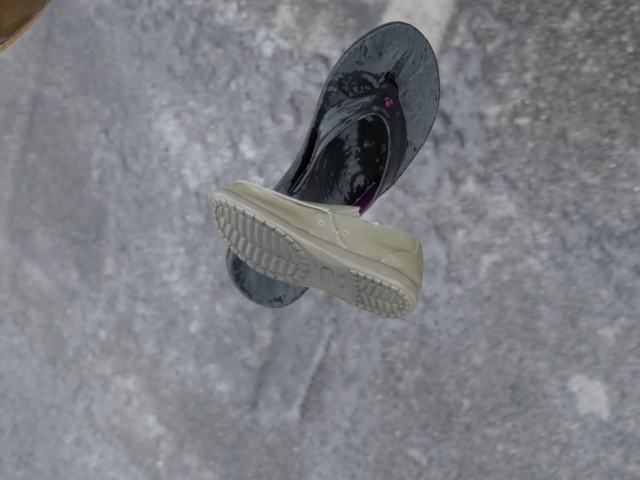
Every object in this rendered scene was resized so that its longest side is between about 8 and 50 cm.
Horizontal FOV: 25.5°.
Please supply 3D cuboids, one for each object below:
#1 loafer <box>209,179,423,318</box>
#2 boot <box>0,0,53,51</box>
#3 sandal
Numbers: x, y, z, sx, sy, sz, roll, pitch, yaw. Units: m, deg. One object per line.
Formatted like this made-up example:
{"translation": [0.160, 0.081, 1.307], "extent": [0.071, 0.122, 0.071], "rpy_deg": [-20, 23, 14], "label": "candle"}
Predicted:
{"translation": [0.000, 0.000, 1.615], "extent": [0.268, 0.092, 0.102], "rpy_deg": [26, 142, 10], "label": "loafer"}
{"translation": [-0.274, -0.190, 1.088], "extent": [0.115, 0.305, 0.112], "rpy_deg": [-11, 112, 40], "label": "boot"}
{"translation": [0.034, -0.093, 1.963], "extent": [0.446, 0.167, 0.107], "rpy_deg": [-59, 17, 5], "label": "sandal"}
